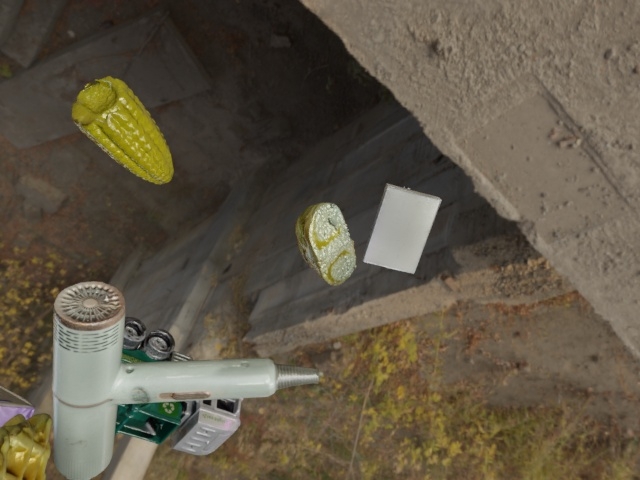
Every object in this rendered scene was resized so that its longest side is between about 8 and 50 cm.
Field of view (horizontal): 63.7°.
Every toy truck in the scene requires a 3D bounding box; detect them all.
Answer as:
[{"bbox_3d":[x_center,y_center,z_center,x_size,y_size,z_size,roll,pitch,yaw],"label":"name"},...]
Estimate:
[{"bbox_3d":[-0.201,0.193,0.635,0.215,0.116,0.110,30,119,-27],"label":"toy truck"}]

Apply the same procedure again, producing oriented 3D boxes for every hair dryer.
[{"bbox_3d":[-0.088,0.110,0.359,0.182,0.044,0.155,11,124,-14],"label":"hair dryer"}]

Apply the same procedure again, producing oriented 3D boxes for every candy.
[{"bbox_3d":[-0.303,-0.163,0.841,0.094,0.106,0.199,-30,144,3],"label":"candy"}]

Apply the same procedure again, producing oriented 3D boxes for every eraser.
[{"bbox_3d":[0.146,-0.020,0.933,0.103,0.023,0.151,14,110,-8],"label":"eraser"}]

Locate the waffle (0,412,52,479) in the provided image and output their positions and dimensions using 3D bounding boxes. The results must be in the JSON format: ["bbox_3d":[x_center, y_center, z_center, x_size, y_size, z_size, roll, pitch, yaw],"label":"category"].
[{"bbox_3d":[-0.367,0.323,0.549,0.056,0.261,0.250,14,102,1],"label":"waffle"}]

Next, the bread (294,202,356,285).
[{"bbox_3d":[0.000,0.000,0.863,0.094,0.083,0.157,40,154,34],"label":"bread"}]

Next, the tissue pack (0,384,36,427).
[{"bbox_3d":[-0.779,0.455,1.047,0.241,0.339,0.160,13,165,27],"label":"tissue pack"}]
